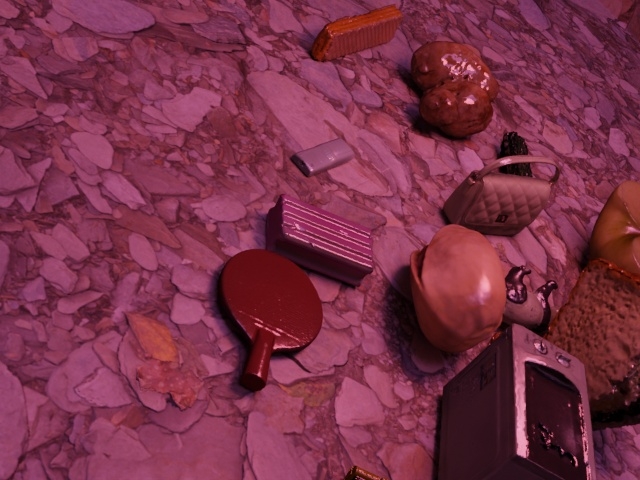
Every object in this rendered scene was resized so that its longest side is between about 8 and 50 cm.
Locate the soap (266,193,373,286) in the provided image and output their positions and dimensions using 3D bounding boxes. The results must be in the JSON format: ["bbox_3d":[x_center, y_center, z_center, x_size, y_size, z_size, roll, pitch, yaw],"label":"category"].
[{"bbox_3d":[0.000,0.000,1.757,0.203,0.065,0.122,22,40,-21],"label":"soap"}]

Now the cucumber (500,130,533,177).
[{"bbox_3d":[0.496,-0.167,2.333,0.077,0.077,0.265,24,40,-18],"label":"cucumber"}]

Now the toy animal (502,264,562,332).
[{"bbox_3d":[0.437,0.133,1.957,0.225,0.094,0.121,23,49,-34],"label":"toy animal"}]

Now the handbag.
[{"bbox_3d":[0.419,-0.106,2.086,0.256,0.219,0.079,3,47,-36],"label":"handbag"}]

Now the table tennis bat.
[{"bbox_3d":[-0.088,0.126,1.577,0.200,0.038,0.310,27,38,-14],"label":"table tennis bat"}]

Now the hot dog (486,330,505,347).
[{"bbox_3d":[0.387,0.243,1.824,0.147,0.065,0.099,43,36,25],"label":"hot dog"}]

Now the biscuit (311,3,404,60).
[{"bbox_3d":[0.100,-0.531,2.373,0.054,0.094,0.379,41,36,14],"label":"biscuit"}]

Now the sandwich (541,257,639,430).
[{"bbox_3d":[0.566,0.216,1.818,0.131,0.325,0.262,28,3,-28],"label":"sandwich"}]

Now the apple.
[{"bbox_3d":[0.823,0.051,2.208,0.360,0.320,0.312,27,-1,-23],"label":"apple"}]

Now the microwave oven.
[{"bbox_3d":[0.328,0.330,1.540,0.181,0.237,0.295,29,36,-12],"label":"microwave oven"}]

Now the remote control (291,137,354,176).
[{"bbox_3d":[0.008,-0.181,1.984,0.061,0.029,0.162,47,38,14],"label":"remote control"}]

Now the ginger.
[{"bbox_3d":[0.341,-0.373,2.351,0.245,0.155,0.304,26,38,-19],"label":"ginger"}]

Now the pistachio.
[{"bbox_3d":[0.256,0.089,1.779,0.188,0.187,0.299,24,31,-18],"label":"pistachio"}]

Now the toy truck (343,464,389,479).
[{"bbox_3d":[0.077,0.387,1.433,0.083,0.049,0.054,28,37,-11],"label":"toy truck"}]
